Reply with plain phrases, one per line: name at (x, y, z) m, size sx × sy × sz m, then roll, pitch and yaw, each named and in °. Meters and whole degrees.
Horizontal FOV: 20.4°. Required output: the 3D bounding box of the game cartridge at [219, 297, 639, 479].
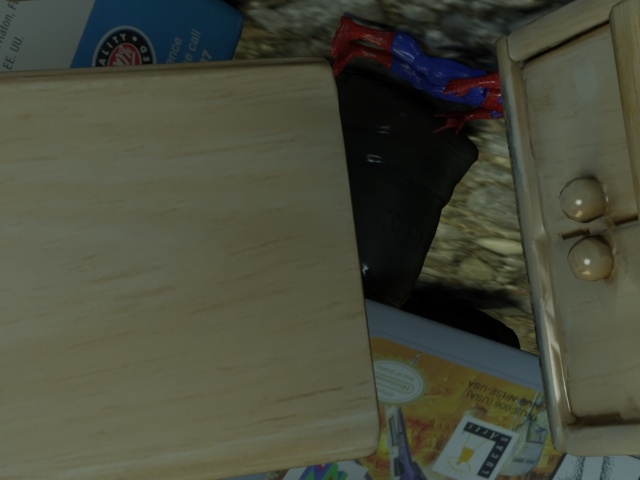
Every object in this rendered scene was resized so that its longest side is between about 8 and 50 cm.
game cartridge at (0.042, 0.126, 0.668) m, size 0.297 × 0.198 × 0.062 m, roll 17°, pitch 139°, yaw 26°

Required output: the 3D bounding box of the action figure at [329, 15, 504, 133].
action figure at (0.061, -0.064, 0.751) m, size 0.115 × 0.030 × 0.038 m, roll 15°, pitch 159°, yaw 7°

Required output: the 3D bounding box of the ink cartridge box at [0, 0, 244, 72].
ink cartridge box at (-0.215, -0.058, 0.722) m, size 0.307 × 0.223 × 0.129 m, roll 28°, pitch 162°, yaw -29°

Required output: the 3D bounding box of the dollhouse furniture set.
dollhouse furniture set at (0.000, 0.000, 0.478) m, size 0.394 × 0.362 × 0.256 m, roll -5°, pitch 174°, yaw -22°

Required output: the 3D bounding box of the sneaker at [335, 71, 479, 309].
sneaker at (-0.055, -0.009, 0.878) m, size 0.109 × 0.130 × 0.286 m, roll 28°, pitch 163°, yaw -35°

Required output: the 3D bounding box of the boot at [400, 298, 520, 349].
boot at (-0.026, 0.051, 1.101) m, size 0.207 × 0.094 × 0.246 m, roll 25°, pitch 169°, yaw -33°
